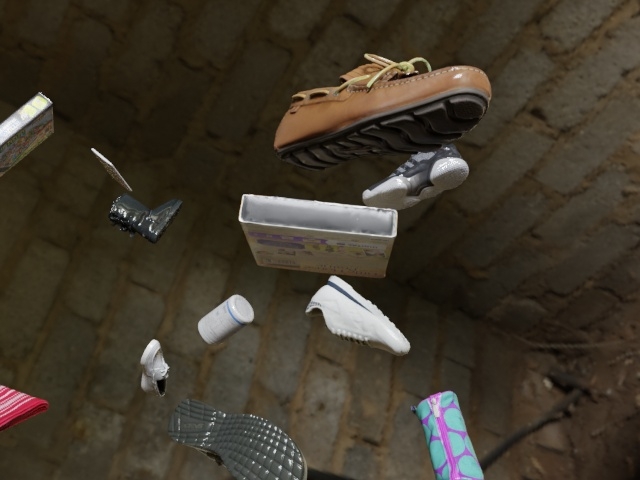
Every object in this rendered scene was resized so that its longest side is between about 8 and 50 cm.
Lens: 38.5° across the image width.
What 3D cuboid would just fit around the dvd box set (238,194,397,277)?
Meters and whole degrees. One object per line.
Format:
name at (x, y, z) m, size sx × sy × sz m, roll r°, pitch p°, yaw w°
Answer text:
dvd box set at (0.000, 0.000, 1.952) m, size 0.420 × 0.307 × 0.062 m, roll 83°, pitch -166°, yaw -77°

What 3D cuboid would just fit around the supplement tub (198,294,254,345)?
supplement tub at (-0.201, 0.171, 1.957) m, size 0.107 × 0.071 × 0.071 m, roll -37°, pitch 26°, yaw 25°

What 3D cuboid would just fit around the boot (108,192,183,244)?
boot at (-0.313, -0.053, 1.635) m, size 0.121 × 0.099 × 0.045 m, roll -59°, pitch -2°, yaw -43°

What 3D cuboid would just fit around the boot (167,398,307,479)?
boot at (-0.079, 0.290, 1.244) m, size 0.246 × 0.161 × 0.083 m, roll 16°, pitch 74°, yaw 41°

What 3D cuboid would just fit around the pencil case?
pencil case at (0.170, 0.274, 1.208) m, size 0.064 × 0.070 × 0.152 m, roll -23°, pitch 44°, yaw 8°

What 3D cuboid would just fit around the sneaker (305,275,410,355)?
sneaker at (0.074, 0.166, 1.785) m, size 0.095 × 0.090 × 0.235 m, roll -46°, pitch 51°, yaw -13°

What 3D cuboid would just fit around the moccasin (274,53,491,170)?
moccasin at (0.080, -0.189, 1.264) m, size 0.380 × 0.139 × 0.147 m, roll -8°, pitch 70°, yaw 58°

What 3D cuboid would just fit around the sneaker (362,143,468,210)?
sneaker at (0.225, -0.176, 2.257) m, size 0.268 × 0.101 × 0.153 m, roll -20°, pitch 53°, yaw 15°

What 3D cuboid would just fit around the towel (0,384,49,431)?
towel at (-0.709, 0.322, 1.833) m, size 0.199 × 0.275 × 0.031 m, roll -21°, pitch -59°, yaw -61°

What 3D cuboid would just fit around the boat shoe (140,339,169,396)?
boat shoe at (-0.399, 0.317, 2.236) m, size 0.066 × 0.063 × 0.184 m, roll -49°, pitch -21°, yaw -50°

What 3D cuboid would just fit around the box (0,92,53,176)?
box at (-0.603, -0.185, 1.767) m, size 0.207 × 0.036 × 0.114 m, roll -48°, pitch -5°, yaw -27°

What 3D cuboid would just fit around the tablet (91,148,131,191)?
tablet at (-0.335, -0.112, 1.469) m, size 0.006 × 0.054 × 0.083 m, roll -46°, pitch -29°, yaw -12°
